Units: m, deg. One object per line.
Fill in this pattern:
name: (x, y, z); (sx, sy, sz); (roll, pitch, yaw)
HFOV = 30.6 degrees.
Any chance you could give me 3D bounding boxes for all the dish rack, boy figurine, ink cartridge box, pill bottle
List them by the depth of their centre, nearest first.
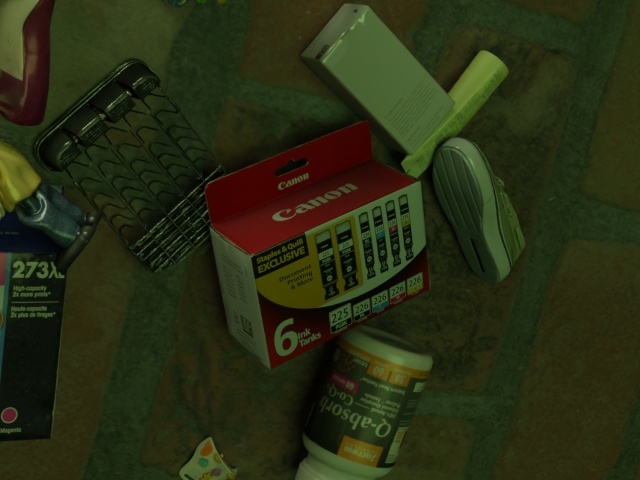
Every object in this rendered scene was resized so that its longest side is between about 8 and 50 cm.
boy figurine: (-0.429, -0.074, 1.550); (0.285, 0.177, 0.092); (35, 108, -17)
ink cartridge box: (-0.453, 0.103, 1.646); (0.176, 0.069, 0.371); (1, 101, -29)
dish rack: (-0.251, -0.097, 1.688); (0.208, 0.074, 0.271); (-43, 122, -10)
ink cartridge box: (0.000, 0.000, 1.776); (0.309, 0.130, 0.272); (-25, 124, -26)
pill bottle: (0.065, 0.289, 1.914); (0.162, 0.162, 0.278); (17, 95, -31)

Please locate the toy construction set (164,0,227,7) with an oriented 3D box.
toy construction set: (-0.175, -0.404, 1.492); (0.151, 0.328, 0.215); (44, 100, 2)

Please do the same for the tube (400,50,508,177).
tube: (0.211, -0.201, 1.908); (0.070, 0.062, 0.240); (40, 85, -26)

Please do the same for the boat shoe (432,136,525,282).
boat shoe: (0.268, -0.063, 1.959); (0.094, 0.109, 0.302); (-46, 135, -27)

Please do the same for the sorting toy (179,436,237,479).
sorting toy: (-0.184, 0.372, 1.882); (0.075, 0.045, 0.083); (-31, 118, 4)

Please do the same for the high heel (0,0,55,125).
high heel: (-0.381, -0.277, 1.580); (0.117, 0.082, 0.244); (27, 75, -62)

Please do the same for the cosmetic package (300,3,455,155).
cosmetic package: (0.090, -0.249, 1.819); (0.117, 0.085, 0.231); (-50, 119, -7)
